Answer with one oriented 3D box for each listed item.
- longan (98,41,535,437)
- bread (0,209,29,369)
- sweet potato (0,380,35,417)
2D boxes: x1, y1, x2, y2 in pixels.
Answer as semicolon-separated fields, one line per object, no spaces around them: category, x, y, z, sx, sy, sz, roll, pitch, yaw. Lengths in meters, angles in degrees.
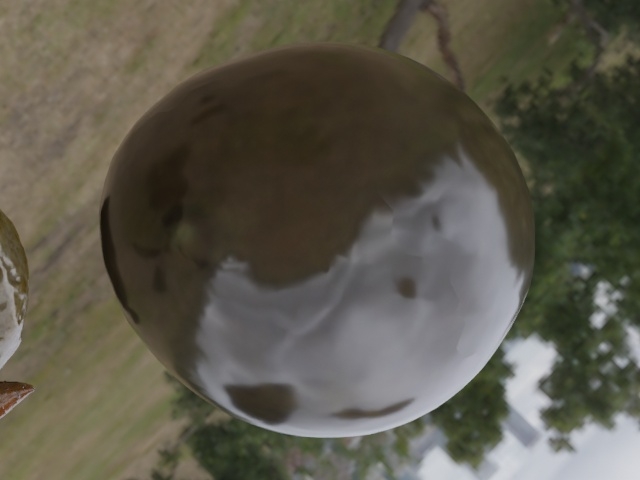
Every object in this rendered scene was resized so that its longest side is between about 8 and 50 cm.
longan;0.000;0.000;0.837;0.258;0.258;0.258;-45;172;-8
bread;-0.345;0.029;1.082;0.230;0.230;0.123;-46;-167;2
sweet potato;-0.246;0.121;0.965;0.095;0.034;0.034;-26;168;-11
